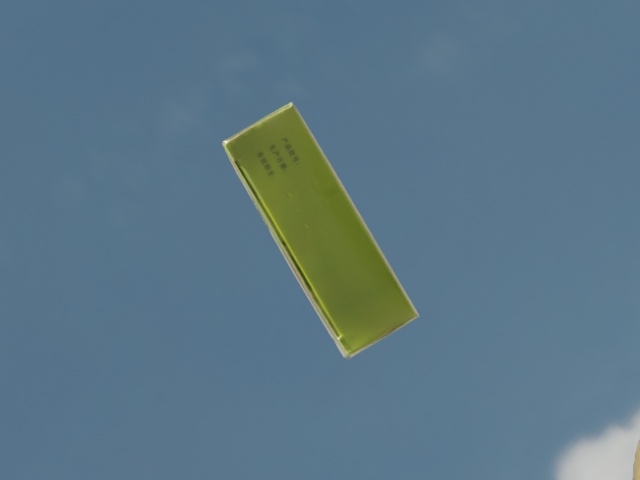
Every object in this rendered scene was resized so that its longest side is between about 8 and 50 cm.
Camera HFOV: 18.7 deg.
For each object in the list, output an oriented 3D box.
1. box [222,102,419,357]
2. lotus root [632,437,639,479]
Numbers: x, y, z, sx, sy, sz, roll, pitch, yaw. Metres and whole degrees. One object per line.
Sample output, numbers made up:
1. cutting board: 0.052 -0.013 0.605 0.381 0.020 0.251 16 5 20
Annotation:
1. box: 0.001 0.000 1.458 0.062 0.260 0.175 -30 -93 -1
2. lotus root: 0.279 0.141 1.248 0.154 0.140 0.257 -35 -15 -14
